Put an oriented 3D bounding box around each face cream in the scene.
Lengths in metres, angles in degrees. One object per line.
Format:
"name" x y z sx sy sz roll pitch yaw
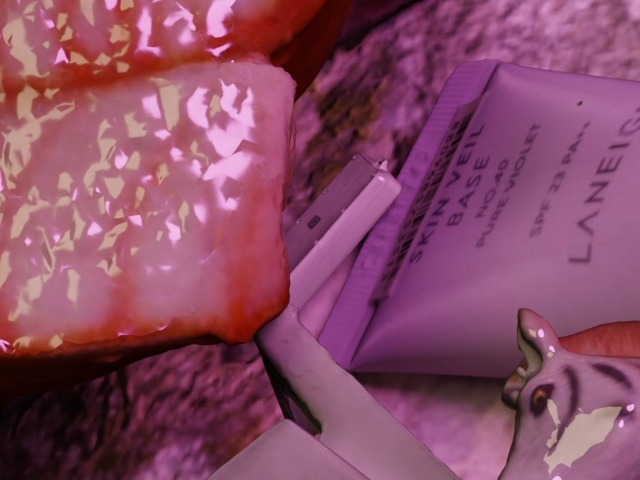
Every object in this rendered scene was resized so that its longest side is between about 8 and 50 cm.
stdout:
"face cream" 0.111 -0.004 0.647 0.274 0.096 0.154 6 67 53

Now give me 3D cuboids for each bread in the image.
"bread" -0.131 -0.112 0.624 0.295 0.114 0.328 12 76 1

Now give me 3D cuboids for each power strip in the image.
"power strip" 0.000 0.000 0.752 0.090 0.016 0.040 -49 21 3

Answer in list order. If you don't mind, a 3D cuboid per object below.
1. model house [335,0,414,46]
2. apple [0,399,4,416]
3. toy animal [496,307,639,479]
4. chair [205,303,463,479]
"model house" -0.079 -0.163 0.836 0.280 0.249 0.230 -27 8 5
"apple" -0.262 0.046 0.756 0.260 0.260 0.216 -9 53 32
"toy animal" 0.174 0.088 0.453 0.170 0.255 0.090 -91 15 -52
"chair" -0.034 0.154 0.579 0.203 0.190 0.274 -36 50 -12
